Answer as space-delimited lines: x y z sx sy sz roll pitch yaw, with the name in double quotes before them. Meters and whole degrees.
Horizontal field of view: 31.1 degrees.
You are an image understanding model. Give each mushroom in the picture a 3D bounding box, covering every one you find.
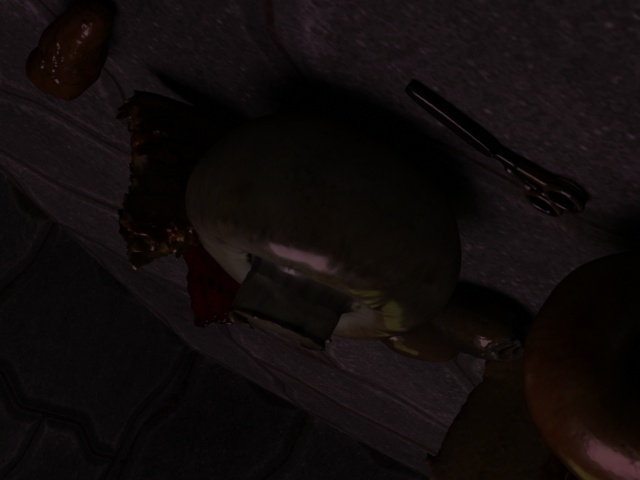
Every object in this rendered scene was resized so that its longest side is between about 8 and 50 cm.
"mushroom" 0.000 0.000 1.360 0.352 0.260 0.352 21 165 6

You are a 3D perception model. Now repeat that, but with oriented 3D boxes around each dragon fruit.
"dragon fruit" -0.025 0.005 1.714 0.286 0.227 0.329 0 170 -25

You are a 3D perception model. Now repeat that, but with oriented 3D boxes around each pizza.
"pizza" -0.196 -0.100 1.538 0.251 0.288 0.074 45 136 17

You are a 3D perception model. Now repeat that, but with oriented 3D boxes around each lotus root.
"lotus root" 0.217 0.121 1.661 0.113 0.088 0.192 35 167 -38

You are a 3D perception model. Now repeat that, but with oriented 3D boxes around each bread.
"bread" 0.345 0.322 1.689 0.207 0.279 0.279 13 155 47

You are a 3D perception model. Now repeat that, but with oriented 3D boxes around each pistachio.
"pistachio" 0.152 0.130 1.810 0.185 0.126 0.108 38 -152 -32

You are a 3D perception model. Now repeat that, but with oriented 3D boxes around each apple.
"apple" 0.332 0.141 1.154 0.264 0.264 0.264 30 166 9

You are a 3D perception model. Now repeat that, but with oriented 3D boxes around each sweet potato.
"sweet potato" -0.346 -0.251 1.587 0.095 0.106 0.355 1 179 -23

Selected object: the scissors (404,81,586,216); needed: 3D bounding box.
"scissors" 0.175 -0.093 1.175 0.220 0.017 0.088 35 169 -11
